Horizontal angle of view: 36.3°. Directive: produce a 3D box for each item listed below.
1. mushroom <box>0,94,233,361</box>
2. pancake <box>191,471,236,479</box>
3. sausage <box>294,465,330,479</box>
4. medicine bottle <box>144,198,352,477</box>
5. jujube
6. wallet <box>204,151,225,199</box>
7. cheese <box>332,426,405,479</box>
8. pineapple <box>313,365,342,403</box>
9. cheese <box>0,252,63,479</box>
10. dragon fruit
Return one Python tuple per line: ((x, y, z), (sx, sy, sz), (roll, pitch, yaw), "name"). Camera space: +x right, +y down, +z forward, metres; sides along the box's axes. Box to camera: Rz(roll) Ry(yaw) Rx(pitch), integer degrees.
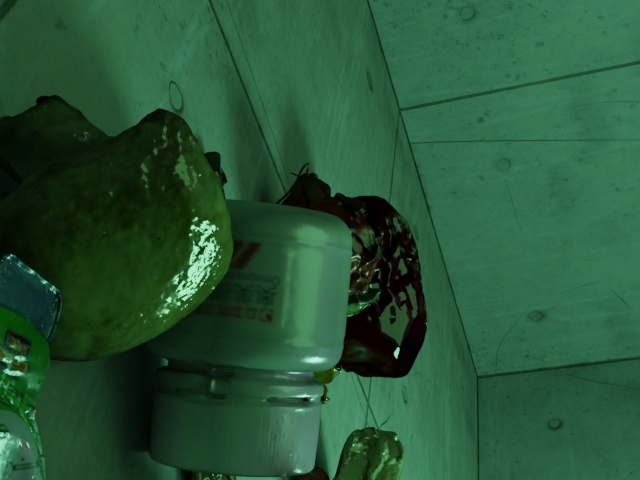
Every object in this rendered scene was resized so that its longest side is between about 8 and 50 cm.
((-0.216, -0.003, 0.994), (0.212, 0.218, 0.291), (-60, 139, -59), "mushroom")
((-0.152, 0.335, 1.368), (0.152, 0.025, 0.151), (-8, 90, -75), "pancake")
((-0.018, 0.430, 1.725), (0.054, 0.059, 0.094), (39, 10, 9), "sausage")
((-0.097, 0.120, 1.236), (0.256, 0.256, 0.324), (19, 77, -72), "medicine bottle")
((0.088, 0.101, 1.990), (0.258, 0.259, 0.376), (36, 41, -68), "jujube")
((-0.161, 0.006, 1.524), (0.146, 0.030, 0.285), (-34, 113, -70), "wallet")
((0.073, 0.476, 1.776), (0.266, 0.127, 0.233), (-72, 172, -53), "cheese")
((-0.029, 0.186, 1.693), (0.164, 0.140, 0.249), (8, 70, -75), "pineapple")
((-0.288, 0.166, 0.823), (0.204, 0.083, 0.320), (52, 43, -51), "cheese")
((0.000, 0.000, 1.787), (0.234, 0.234, 0.293), (49, 23, -62), "dragon fruit")
